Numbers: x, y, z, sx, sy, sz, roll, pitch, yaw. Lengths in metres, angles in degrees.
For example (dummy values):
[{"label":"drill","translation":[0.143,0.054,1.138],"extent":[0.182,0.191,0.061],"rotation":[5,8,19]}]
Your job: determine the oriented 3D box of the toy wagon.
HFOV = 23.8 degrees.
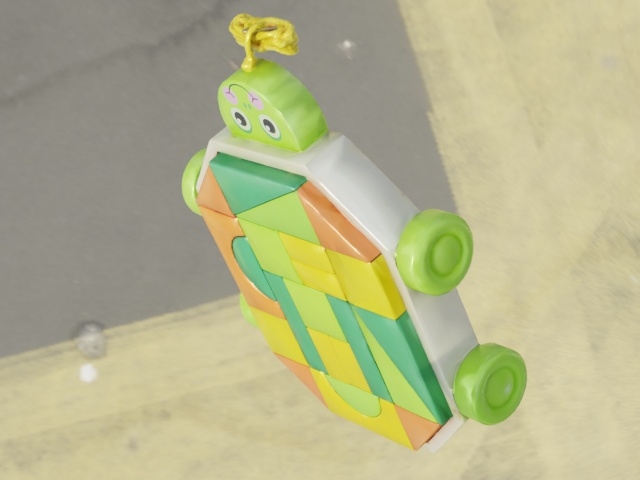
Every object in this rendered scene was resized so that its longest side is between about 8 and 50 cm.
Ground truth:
[{"label":"toy wagon","translation":[0.000,0.000,1.078],"extent":[0.068,0.344,0.267],"rotation":[-42,35,-24]}]
